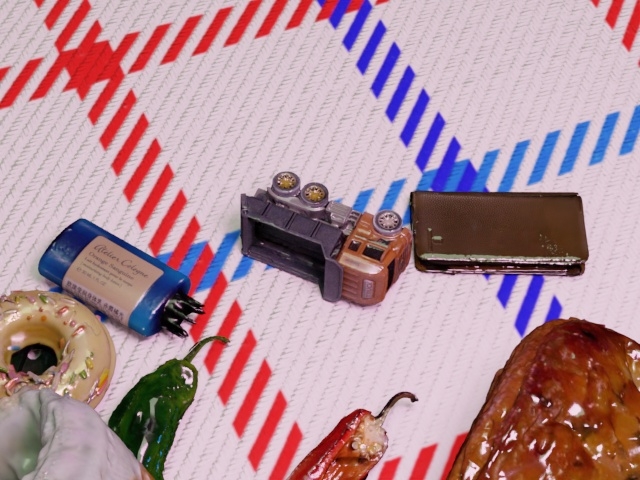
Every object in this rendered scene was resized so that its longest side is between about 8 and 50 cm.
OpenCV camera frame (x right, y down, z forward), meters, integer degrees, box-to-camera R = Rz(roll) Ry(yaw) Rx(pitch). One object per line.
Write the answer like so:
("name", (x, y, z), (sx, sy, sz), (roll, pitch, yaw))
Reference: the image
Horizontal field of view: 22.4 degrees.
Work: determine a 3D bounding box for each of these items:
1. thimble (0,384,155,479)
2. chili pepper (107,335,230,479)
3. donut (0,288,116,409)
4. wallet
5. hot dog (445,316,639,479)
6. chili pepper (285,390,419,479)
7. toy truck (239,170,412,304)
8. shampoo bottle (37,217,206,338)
("thimble", (-0.277, 0.269, 1.453), (0.254, 0.167, 0.288), (-16, 31, 30))
("chili pepper", (-0.157, 0.200, 1.630), (0.122, 0.065, 0.279), (9, 54, -9))
("donut", (-0.297, 0.121, 1.675), (0.175, 0.068, 0.174), (3, 53, -4))
("wallet", (0.202, -0.010, 1.833), (0.198, 0.031, 0.110), (1, 54, -2))
("hot dog", (0.256, 0.241, 1.553), (0.267, 0.174, 0.387), (34, 58, 0))
("chili pepper", (0.005, 0.235, 1.627), (0.268, 0.059, 0.050), (-44, 29, -27))
("toy truck", (0.000, 0.000, 1.779), (0.192, 0.083, 0.092), (21, 54, 13))
("shampoo bottle", (-0.210, 0.047, 1.747), (0.183, 0.050, 0.087), (29, 53, 17))
